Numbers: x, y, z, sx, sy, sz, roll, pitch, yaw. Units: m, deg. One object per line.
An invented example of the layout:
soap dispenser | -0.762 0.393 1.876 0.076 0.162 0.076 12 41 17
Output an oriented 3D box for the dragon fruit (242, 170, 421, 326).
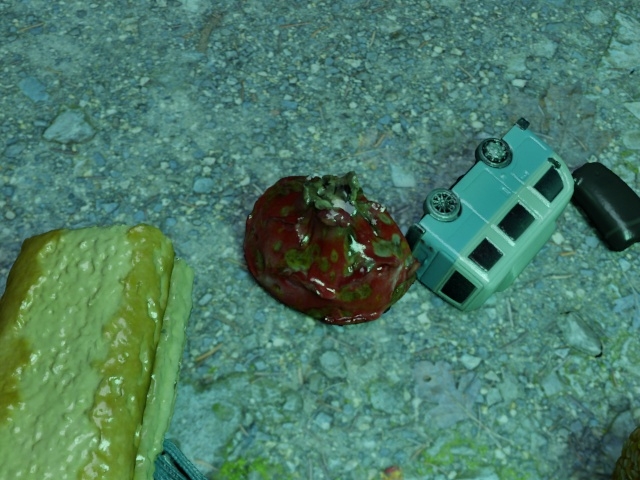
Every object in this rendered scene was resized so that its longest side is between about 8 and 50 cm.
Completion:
dragon fruit | 0.000 0.000 1.031 0.261 0.212 0.134 22 51 12

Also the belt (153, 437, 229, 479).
belt | -0.140 0.296 0.909 0.100 0.065 0.179 -40 72 -16

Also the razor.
razor | 0.453 -0.057 1.208 0.090 0.054 0.148 -23 65 -24

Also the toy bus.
toy bus | 0.250 -0.034 1.123 0.164 0.133 0.271 41 65 11

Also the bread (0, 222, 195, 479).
bread | -0.291 0.174 0.889 0.236 0.165 0.376 -6 56 14

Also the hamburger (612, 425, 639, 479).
hamburger | 0.481 0.322 0.832 0.250 0.330 0.330 -18 63 -16
